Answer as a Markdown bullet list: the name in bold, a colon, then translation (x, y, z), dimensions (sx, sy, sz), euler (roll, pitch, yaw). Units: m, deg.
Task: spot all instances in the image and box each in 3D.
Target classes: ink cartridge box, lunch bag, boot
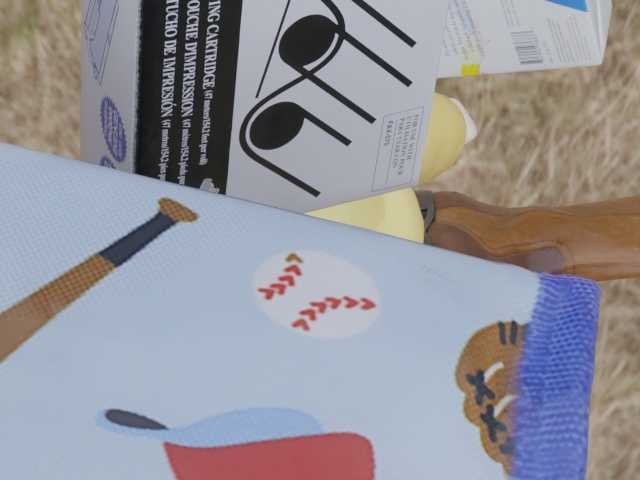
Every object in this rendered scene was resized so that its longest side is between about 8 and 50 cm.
- **ink cartridge box**: translation (0.114, -0.208, 1.514), dimensions (0.231, 0.134, 0.078), euler (-2, 48, 21)
- **lunch bag**: translation (-0.132, 0.176, 0.462), dimensions (0.328, 0.385, 0.239), euler (16, 38, 3)
- **ink cartridge box**: translation (-0.012, -0.095, 0.485), dimensions (0.097, 0.207, 0.046), euler (-15, 46, -22)
- **boot**: translation (0.204, 0.032, 1.529), dimensions (0.281, 0.264, 0.096), euler (0, 108, -10)

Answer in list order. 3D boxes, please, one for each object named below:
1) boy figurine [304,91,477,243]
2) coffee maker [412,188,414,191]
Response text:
- **boy figurine**: translation (0.000, 0.000, 0.757), dimensions (0.177, 0.285, 0.092), euler (-42, 84, -7)
- **coffee maker**: translation (-0.057, 0.005, 1.067), dimensions (0.178, 0.120, 0.171), euler (21, 80, -14)
